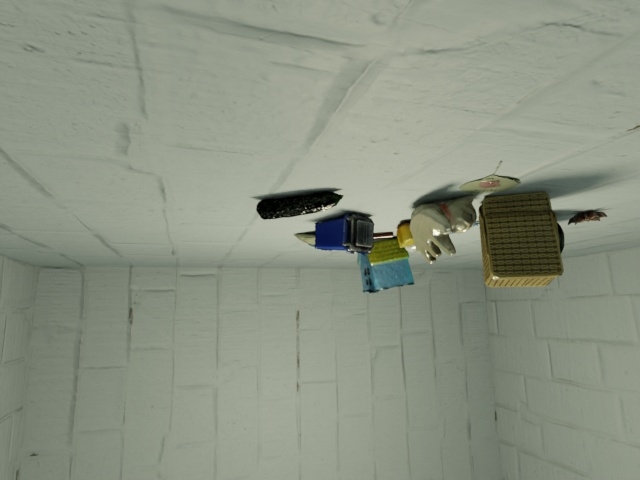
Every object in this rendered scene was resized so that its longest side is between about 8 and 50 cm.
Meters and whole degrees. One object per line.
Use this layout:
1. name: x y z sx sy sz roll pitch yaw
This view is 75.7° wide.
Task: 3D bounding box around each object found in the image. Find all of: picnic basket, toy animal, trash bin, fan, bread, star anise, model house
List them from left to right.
1. trash bin: 0.087 -0.022 1.705 0.184 0.162 0.235 9 172 -44
2. model house: 0.332 0.124 2.193 0.238 0.302 0.215 -10 180 -17
3. bread: 0.406 -0.031 1.875 0.102 0.094 0.245 -11 170 4
4. toy animal: 0.451 -0.047 1.512 0.266 0.188 0.307 34 160 47
5. fan: 0.515 -0.181 1.237 0.183 0.010 0.310 -4 171 15
6. picnic basket: 0.680 -0.006 1.429 0.228 0.312 0.175 -3 161 14
7. star anise: 1.109 -0.096 1.720 0.141 0.042 0.141 -3 168 -1

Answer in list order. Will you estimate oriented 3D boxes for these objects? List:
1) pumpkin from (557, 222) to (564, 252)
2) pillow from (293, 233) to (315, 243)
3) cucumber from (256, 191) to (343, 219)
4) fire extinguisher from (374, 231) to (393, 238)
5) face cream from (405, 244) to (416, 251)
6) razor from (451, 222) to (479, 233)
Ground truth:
1. pumpkin: 0.904 0.038 1.807 0.297 0.295 0.296 -1 170 0
2. pillow: 0.000 0.000 2.028 0.230 0.050 0.148 3 165 34
3. cucumber: -0.068 -0.118 1.359 0.301 0.071 0.072 -6 169 22
4. fire extinguisher: 0.281 -0.023 2.080 0.174 0.035 0.049 -4 -152 15
5. face cream: 0.486 0.012 2.128 0.095 0.091 0.091 -21 160 40
6. razor: 0.665 -0.056 1.897 0.082 0.042 0.253 8 169 -41
